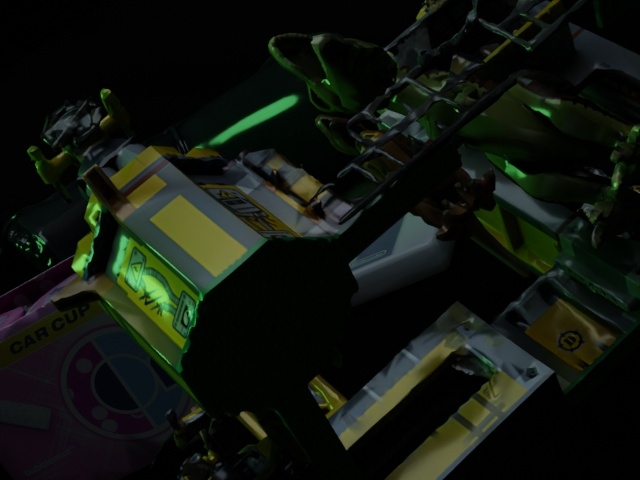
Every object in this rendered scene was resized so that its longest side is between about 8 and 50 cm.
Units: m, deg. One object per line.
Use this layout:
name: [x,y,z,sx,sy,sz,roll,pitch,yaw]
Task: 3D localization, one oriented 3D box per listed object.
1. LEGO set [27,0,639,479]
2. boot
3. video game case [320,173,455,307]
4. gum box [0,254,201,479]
LEGO set: [0.030,-0.042,0.514,0.331,0.255,0.192,-47,48,-7]
boot: [-0.086,-0.029,0.835,0.207,0.094,0.246,-38,13,-28]
video game case: [0.000,0.000,0.819,0.201,0.023,0.183,-24,21,24]
gum box: [-0.106,0.060,0.707,0.188,0.107,0.062,-29,19,10]
